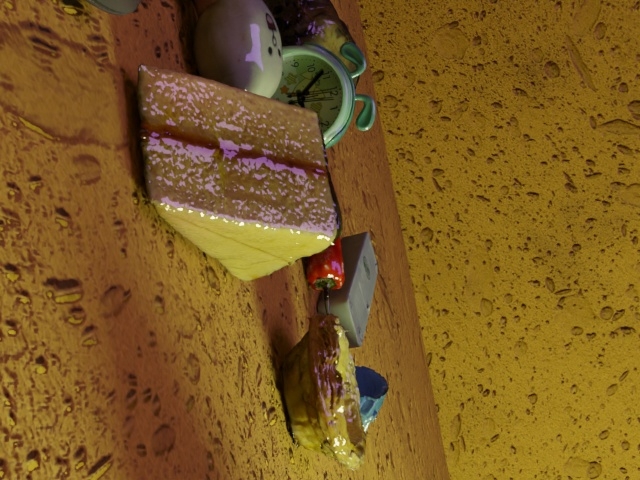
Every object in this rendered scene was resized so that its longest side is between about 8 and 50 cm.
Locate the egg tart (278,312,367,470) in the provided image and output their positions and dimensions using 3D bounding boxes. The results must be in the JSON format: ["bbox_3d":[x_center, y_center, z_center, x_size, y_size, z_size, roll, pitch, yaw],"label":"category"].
[{"bbox_3d":[0.005,0.199,1.326,0.212,0.090,0.213,-10,90,-78],"label":"egg tart"}]

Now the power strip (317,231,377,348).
[{"bbox_3d":[0.054,0.078,1.790,0.385,0.062,0.091,-69,145,-70],"label":"power strip"}]

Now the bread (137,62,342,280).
[{"bbox_3d":[-0.126,-0.066,1.076,0.264,0.163,0.168,11,64,-44],"label":"bread"}]

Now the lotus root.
[{"bbox_3d":[-0.031,-0.280,1.508,0.152,0.160,0.275,50,0,21],"label":"lotus root"}]

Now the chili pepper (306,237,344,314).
[{"bbox_3d":[0.000,0.000,1.613,0.071,0.063,0.272,86,-5,-63],"label":"chili pepper"}]

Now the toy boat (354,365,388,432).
[{"bbox_3d":[0.046,0.255,1.553,0.215,0.088,0.102,-36,148,-79],"label":"toy boat"}]

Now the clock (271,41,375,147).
[{"bbox_3d":[-0.023,-0.184,1.345,0.060,0.188,0.148,5,76,-78],"label":"clock"}]

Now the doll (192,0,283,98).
[{"bbox_3d":[-0.108,-0.261,1.227,0.155,0.113,0.275,-23,108,-70],"label":"doll"}]

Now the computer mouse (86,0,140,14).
[{"bbox_3d":[-0.210,-0.273,0.819,0.232,0.057,0.120,45,34,-67],"label":"computer mouse"}]
